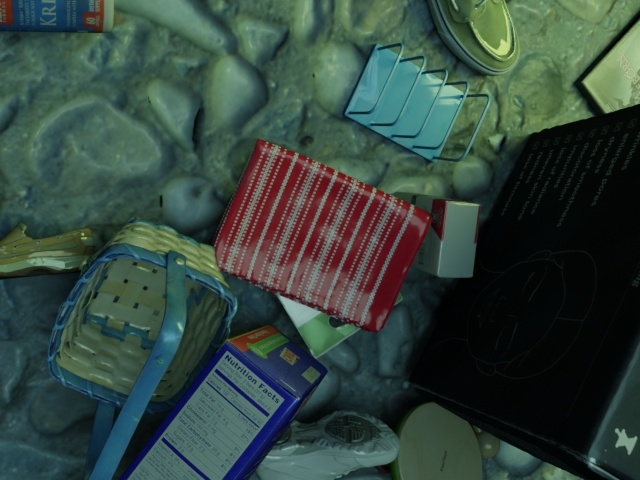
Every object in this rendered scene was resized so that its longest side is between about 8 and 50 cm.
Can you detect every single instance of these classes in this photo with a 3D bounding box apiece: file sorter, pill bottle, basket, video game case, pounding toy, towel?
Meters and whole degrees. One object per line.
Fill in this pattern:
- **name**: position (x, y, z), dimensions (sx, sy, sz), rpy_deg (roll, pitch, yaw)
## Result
- **file sorter**: position (0.145, -0.202, 1.159), dimensions (0.170, 0.104, 0.118), rpy_deg (24, 89, -20)
- **pill bottle**: position (-0.368, -0.316, 0.952), dimensions (0.222, 0.124, 0.124), rpy_deg (-5, 100, -18)
- **basket**: position (-0.224, 0.125, 0.969), dimensions (0.201, 0.289, 0.254), rpy_deg (22, 112, -23)
- **video game case**: position (0.578, -0.292, 1.338), dimensions (0.274, 0.026, 0.196), rpy_deg (-47, 110, -8)
- **pounding toy**: position (0.171, 0.341, 1.269), dimensions (0.237, 0.110, 0.183), rpy_deg (-37, 99, -41)
- **towel**: position (0.000, 0.000, 1.099), dimensions (0.275, 0.031, 0.198), rpy_deg (23, 101, -12)

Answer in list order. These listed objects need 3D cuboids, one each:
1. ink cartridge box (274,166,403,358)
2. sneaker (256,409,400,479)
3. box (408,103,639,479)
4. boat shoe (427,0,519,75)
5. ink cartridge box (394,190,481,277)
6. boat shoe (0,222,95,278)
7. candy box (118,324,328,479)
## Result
- **ink cartridge box**: position (-0.003, 0.032, 1.169), dimensions (0.171, 0.056, 0.235), rpy_deg (-33, 109, -11)
- **sneaker**: position (0.007, 0.326, 1.187), dimensions (0.232, 0.090, 0.115), rpy_deg (-4, 118, 13)
- **box**: position (0.421, 0.085, 1.062), dimensions (0.297, 0.472, 0.479), rpy_deg (30, 82, -12)
- **boat shoe**: position (0.211, -0.375, 1.159), dimensions (0.109, 0.094, 0.302), rpy_deg (-39, 108, -10)
- **ink cartridge box**: position (0.166, -0.011, 1.172), dimensions (0.063, 0.150, 0.109), rpy_deg (2, 98, -23)
- **boat shoe**: position (-0.394, 0.013, 1.033), dimensions (0.190, 0.068, 0.072), rpy_deg (-4, 88, -28)
- **candy box**: position (-0.140, 0.271, 1.019), dimensions (0.122, 0.268, 0.317), rpy_deg (39, 92, 8)
